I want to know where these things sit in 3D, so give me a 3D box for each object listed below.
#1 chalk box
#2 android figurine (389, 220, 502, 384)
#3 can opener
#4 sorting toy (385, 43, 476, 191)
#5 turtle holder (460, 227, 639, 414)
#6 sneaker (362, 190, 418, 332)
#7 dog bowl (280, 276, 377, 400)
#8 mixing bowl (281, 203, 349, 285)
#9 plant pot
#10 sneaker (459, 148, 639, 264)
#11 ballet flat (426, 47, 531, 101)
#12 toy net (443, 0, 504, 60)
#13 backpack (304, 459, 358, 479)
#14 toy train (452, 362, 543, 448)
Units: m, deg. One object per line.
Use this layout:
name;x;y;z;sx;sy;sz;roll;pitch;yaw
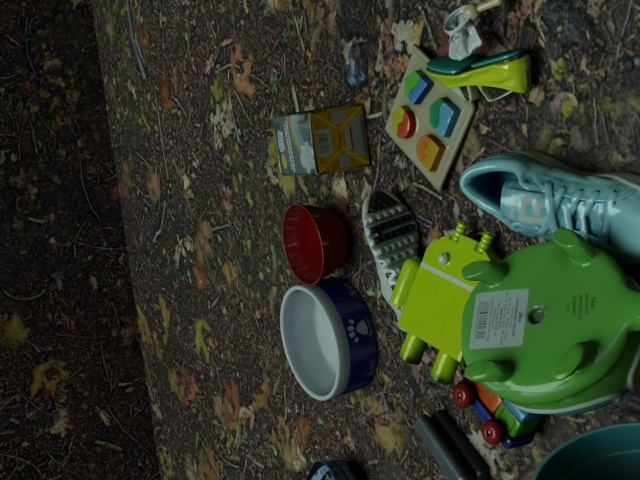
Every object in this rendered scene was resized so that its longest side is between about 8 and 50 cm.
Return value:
chalk box;-0.010;-0.209;1.967;0.213;0.132;0.132;10;110;61
android figurine;0.227;0.104;1.642;0.248;0.056;0.272;31;104;48
can opener;0.269;0.454;1.779;0.283;0.076;0.095;54;143;39
sorting toy;0.188;-0.219;1.697;0.193;0.038;0.208;54;144;37
turtle holder;0.367;0.117;1.317;0.320;0.227;0.243;-37;44;21
sneaker;0.144;0.047;1.824;0.118;0.110;0.292;129;124;-66
dog bowl;0.015;0.219;2.116;0.265;0.104;0.264;33;129;52
mixing bowl;0.000;0.000;2.062;0.181;0.098;0.181;34;130;52
plant pot;0.445;0.430;1.281;0.272;0.272;0.255;21;134;57
sneaker;0.344;-0.041;1.367;0.366;0.150;0.135;25;123;56
ballet flat;0.255;-0.263;1.529;0.231;0.077;0.077;10;127;58
toy net;0.238;-0.397;1.473;0.122;0.045;0.232;49;124;38
backpack;0.037;0.587;2.209;0.158;0.117;0.173;57;146;34
toy train;0.295;0.223;1.625;0.248;0.105;0.143;53;133;38
